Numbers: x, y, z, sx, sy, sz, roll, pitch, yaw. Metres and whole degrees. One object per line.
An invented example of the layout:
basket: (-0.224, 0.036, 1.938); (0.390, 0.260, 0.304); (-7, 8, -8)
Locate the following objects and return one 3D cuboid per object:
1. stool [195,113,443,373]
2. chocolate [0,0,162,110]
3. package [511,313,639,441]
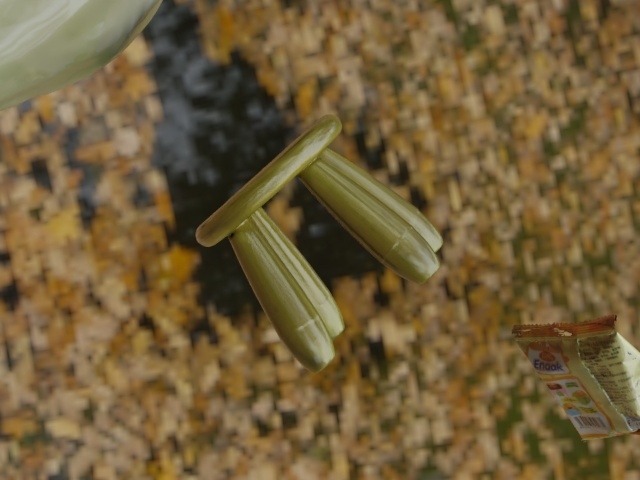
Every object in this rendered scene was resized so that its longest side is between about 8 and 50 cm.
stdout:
stool: (0.000, 0.000, 1.164); (0.110, 0.134, 0.135); (47, 54, -3)
chocolate: (-0.228, -0.159, 0.825); (0.297, 0.326, 0.314); (51, 10, 3)
package: (0.211, 0.106, 1.474); (0.121, 0.108, 0.031); (52, 55, -22)
